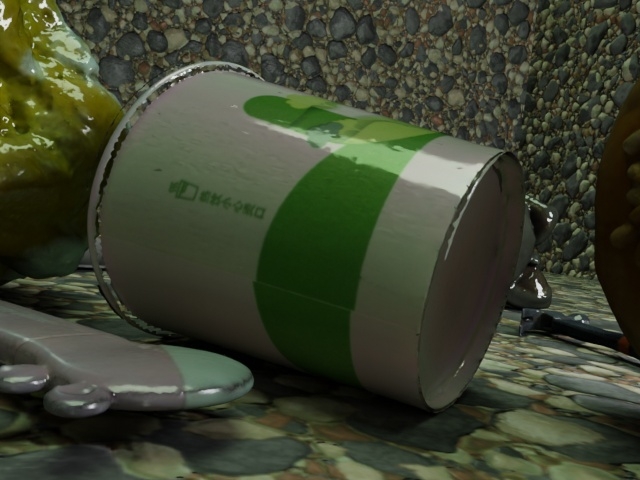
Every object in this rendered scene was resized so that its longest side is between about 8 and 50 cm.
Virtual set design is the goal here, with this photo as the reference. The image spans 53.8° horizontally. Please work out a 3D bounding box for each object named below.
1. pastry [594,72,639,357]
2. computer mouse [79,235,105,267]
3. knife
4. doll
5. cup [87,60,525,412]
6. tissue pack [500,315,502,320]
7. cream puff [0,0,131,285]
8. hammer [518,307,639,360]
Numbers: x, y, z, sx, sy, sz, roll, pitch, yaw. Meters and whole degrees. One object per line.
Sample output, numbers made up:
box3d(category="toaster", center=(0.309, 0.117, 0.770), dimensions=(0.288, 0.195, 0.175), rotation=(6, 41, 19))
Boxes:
box3d(category="pastry", center=(0.383, -0.020, 0.383), dimensions=(0.409, 0.410, 0.245), rotation=(8, -8, 22))
box3d(category="computer mouse", center=(-0.417, 0.003, 0.962), dimensions=(0.310, 0.072, 0.158), rotation=(4, 1, -37))
box3d(category="knife", center=(-0.214, 0.065, 0.428), dimensions=(0.398, 0.038, 0.132), rotation=(7, 0, 39))
box3d(category="doll", center=(0.272, -0.006, 1.263), dimensions=(0.381, 0.253, 0.378), rotation=(14, 3, 8))
box3d(category="cup", center=(0.000, 0.000, 0.501), dimensions=(0.273, 0.253, 0.253), rotation=(18, 8, 31))
box3d(category="tissue pack", center=(0.186, 0.100, 0.940), dimensions=(0.122, 0.026, 0.193), rotation=(7, 2, 0))
box3d(category="cream puff", center=(-0.375, -0.108, 0.587), dimensions=(0.378, 0.379, 0.275), rotation=(9, 34, 34))
box3d(category="hammer", center=(0.357, 0.123, 0.774), dimensions=(0.137, 0.037, 0.290), rotation=(7, 2, -18))
